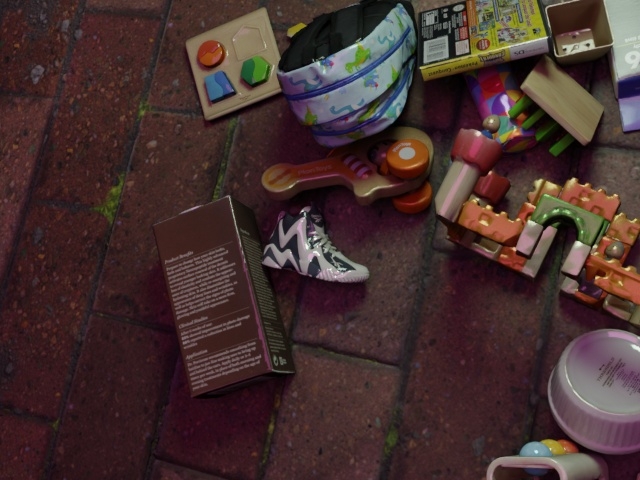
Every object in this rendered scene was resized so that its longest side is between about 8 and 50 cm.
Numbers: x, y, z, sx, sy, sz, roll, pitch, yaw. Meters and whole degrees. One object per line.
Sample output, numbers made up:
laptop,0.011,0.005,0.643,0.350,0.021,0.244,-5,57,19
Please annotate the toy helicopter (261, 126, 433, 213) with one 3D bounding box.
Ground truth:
toy helicopter,0.053,-0.162,1.588,0.355,0.140,0.234,-11,52,4

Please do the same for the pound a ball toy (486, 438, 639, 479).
pound a ball toy,0.429,0.397,1.279,0.208,0.319,0.135,-9,75,32

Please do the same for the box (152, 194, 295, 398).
box,-0.204,0.121,1.617,0.191,0.143,0.381,-19,75,14

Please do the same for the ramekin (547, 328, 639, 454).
ramekin,0.500,0.249,1.331,0.207,0.109,0.207,-6,50,7

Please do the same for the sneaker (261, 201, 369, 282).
sneaker,0.000,0.000,1.597,0.235,0.094,0.152,12,91,30

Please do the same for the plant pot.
plant pot,0.504,-0.399,1.517,0.109,0.096,0.108,-10,76,13

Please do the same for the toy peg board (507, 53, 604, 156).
toy peg board,0.442,-0.251,1.481,0.161,0.160,0.079,42,132,-2

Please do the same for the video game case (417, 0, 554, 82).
video game case,0.317,-0.416,1.532,0.249,0.035,0.274,-11,36,16

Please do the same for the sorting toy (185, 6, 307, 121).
sorting toy,-0.154,-0.423,1.768,0.308,0.041,0.228,-19,73,13

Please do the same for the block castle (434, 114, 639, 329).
block castle,0.440,-0.029,1.351,0.454,0.303,0.212,26,86,20

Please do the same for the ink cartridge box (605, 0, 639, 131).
ink cartridge box,0.705,-0.385,1.468,0.304,0.072,0.307,-10,73,15

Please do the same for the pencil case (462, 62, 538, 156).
pencil case,0.353,-0.279,1.543,0.105,0.104,0.236,-19,72,13

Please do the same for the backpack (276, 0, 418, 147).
backpack,0.053,-0.337,1.524,0.290,0.355,0.273,-14,100,14
